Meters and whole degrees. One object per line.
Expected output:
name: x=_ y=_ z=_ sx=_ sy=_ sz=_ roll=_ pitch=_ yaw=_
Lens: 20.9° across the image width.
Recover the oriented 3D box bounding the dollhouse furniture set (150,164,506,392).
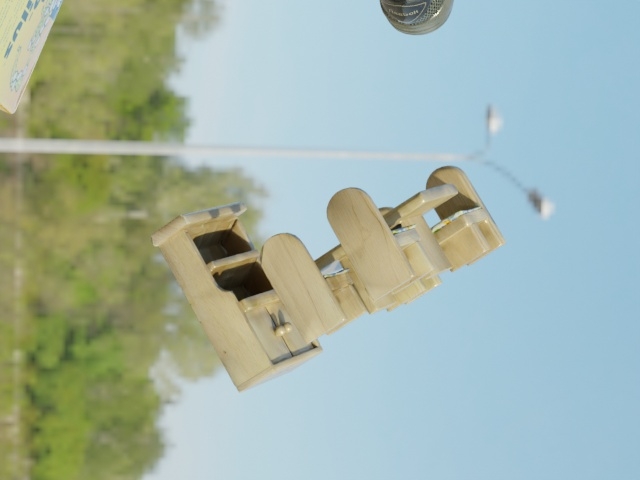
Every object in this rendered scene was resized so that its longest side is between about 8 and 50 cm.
dollhouse furniture set: x=0.000 y=0.000 z=1.520 sx=0.161 sy=0.242 sz=0.212 roll=60 pitch=27 yaw=7

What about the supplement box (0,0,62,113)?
supplement box: x=-0.305 y=-0.235 z=1.310 sx=0.356 sy=0.194 sz=0.195 roll=138 pitch=-25 yaw=-88

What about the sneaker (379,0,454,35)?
sneaker: x=0.085 y=-0.309 z=1.539 sx=0.130 sy=0.087 sz=0.227 roll=41 pitch=57 yaw=-71
